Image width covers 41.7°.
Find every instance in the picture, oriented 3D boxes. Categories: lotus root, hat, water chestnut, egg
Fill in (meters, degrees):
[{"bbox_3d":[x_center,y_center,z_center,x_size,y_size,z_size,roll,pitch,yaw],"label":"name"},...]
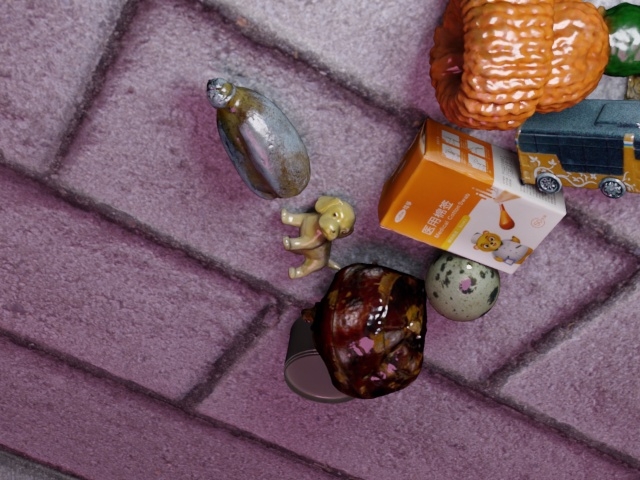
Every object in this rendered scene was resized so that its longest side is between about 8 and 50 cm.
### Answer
[{"bbox_3d":[-0.131,-0.224,1.772,0.158,0.140,0.322,3,134,42],"label":"lotus root"},{"bbox_3d":[0.405,-0.328,1.528,0.401,0.285,0.285,5,137,-18],"label":"hat"},{"bbox_3d":[0.096,0.213,2.060,0.347,0.335,0.335,2,136,25],"label":"water chestnut"},{"bbox_3d":[0.335,0.095,1.972,0.177,0.176,0.228,5,156,4],"label":"egg"}]

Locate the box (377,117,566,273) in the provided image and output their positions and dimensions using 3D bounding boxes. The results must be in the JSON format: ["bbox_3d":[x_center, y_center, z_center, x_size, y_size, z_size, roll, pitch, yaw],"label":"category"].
[{"bbox_3d":[0.321,-0.092,1.823,0.342,0.143,0.225,19,134,-12],"label":"box"}]

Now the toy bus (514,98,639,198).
[{"bbox_3d":[0.534,-0.187,1.645,0.275,0.138,0.167,9,138,33],"label":"toy bus"}]

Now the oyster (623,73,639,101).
[{"bbox_3d":[0.641,-0.254,1.661,0.129,0.078,0.344,14,137,25],"label":"oyster"}]

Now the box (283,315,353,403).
[{"bbox_3d":[0.019,0.318,2.273,0.226,0.149,0.226,5,136,5],"label":"box"}]

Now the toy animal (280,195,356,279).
[{"bbox_3d":[-0.012,-0.006,1.984,0.169,0.121,0.233,1,140,-11],"label":"toy animal"}]
